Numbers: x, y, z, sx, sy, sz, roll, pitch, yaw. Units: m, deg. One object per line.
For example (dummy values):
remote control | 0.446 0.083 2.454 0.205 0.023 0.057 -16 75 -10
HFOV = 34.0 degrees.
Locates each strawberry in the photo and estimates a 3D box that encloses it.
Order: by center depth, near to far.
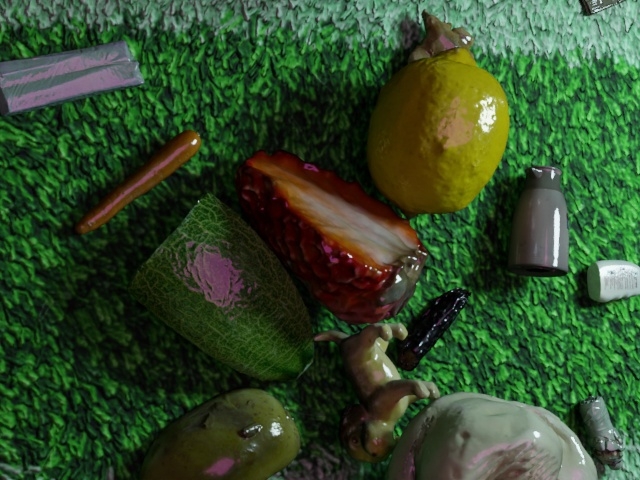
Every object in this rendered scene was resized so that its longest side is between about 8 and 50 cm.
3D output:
strawberry | 0.000 0.000 1.647 0.336 0.265 0.149 36 118 5

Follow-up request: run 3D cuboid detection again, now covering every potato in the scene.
potato | -0.145 0.332 1.600 0.271 0.111 0.160 -27 99 -20

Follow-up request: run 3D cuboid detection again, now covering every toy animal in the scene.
toy animal | 0.095 0.242 1.689 0.168 0.121 0.233 -17 86 17

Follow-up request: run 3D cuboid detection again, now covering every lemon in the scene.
lemon | 0.191 -0.173 1.697 0.233 0.233 0.288 16 94 -20

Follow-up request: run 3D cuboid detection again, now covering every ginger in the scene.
ginger | 0.239 -0.295 1.817 0.214 0.059 0.133 33 80 -15

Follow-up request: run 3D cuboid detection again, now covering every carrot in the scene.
carrot | -0.279 -0.089 1.608 0.248 0.043 0.043 -42 102 -16

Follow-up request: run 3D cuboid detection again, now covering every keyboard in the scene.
keyboard | 0.546 -0.466 1.975 0.129 0.015 0.049 -26 91 -21

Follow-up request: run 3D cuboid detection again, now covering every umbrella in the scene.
umbrella | 0.510 0.350 1.892 0.067 0.062 0.143 -32 99 -51

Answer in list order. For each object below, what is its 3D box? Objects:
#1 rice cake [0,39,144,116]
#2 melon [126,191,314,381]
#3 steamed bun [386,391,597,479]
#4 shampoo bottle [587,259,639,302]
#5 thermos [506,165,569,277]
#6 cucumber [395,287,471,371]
rice cake | -0.380 -0.248 1.575 0.221 0.042 0.080 -16 89 -21
melon | -0.123 0.101 1.615 0.323 0.124 0.196 43 80 -13
steamed bun | 0.252 0.393 1.677 0.352 0.247 0.339 27 105 -27
shampoo bottle | 0.568 0.073 1.935 0.152 0.045 0.077 -3 86 -20
thermos | 0.397 -0.034 1.853 0.137 0.105 0.193 18 72 -46
cucumber | 0.192 0.146 1.779 0.181 0.053 0.053 -45 103 -19
